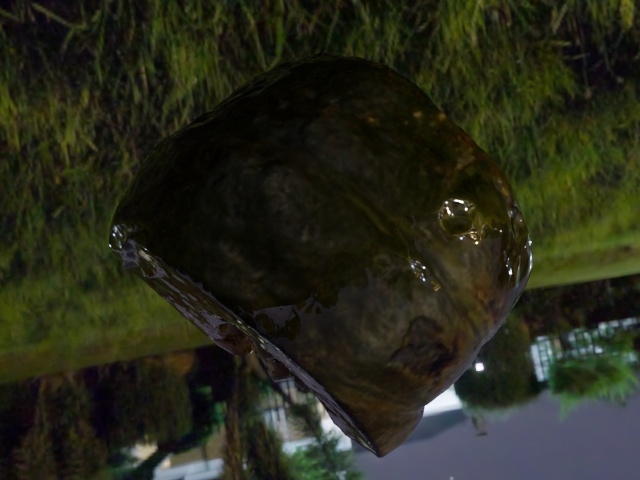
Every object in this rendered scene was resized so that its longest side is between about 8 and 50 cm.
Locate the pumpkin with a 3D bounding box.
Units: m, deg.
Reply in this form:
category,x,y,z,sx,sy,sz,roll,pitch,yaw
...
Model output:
category,x,y,z,sx,sy,sz,roll,pitch,yaw
pumpkin,0.000,0.000,0.625,0.303,0.225,0.256,22,153,37
